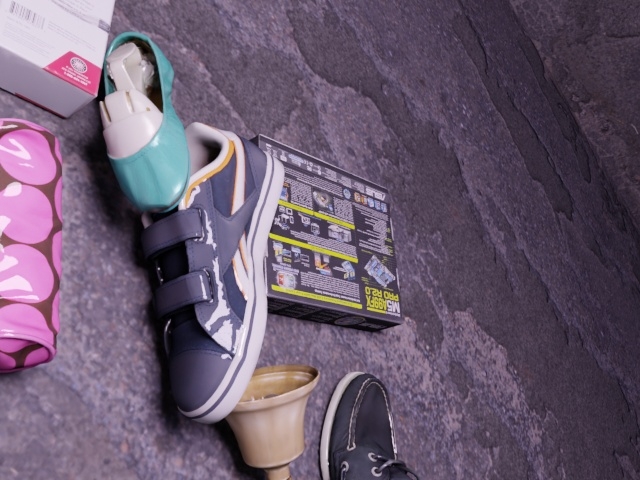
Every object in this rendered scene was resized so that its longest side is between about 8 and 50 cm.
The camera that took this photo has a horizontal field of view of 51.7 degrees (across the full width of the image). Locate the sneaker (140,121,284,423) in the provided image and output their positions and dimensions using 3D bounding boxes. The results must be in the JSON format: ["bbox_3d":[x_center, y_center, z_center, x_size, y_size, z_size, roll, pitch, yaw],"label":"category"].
[{"bbox_3d":[-0.128,0.020,0.688,0.127,0.126,0.321,31,49,-35],"label":"sneaker"}]

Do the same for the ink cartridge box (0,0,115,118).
[{"bbox_3d":[-0.278,-0.219,0.670,0.109,0.063,0.150,25,54,-41],"label":"ink cartridge box"}]

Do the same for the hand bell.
[{"bbox_3d":[-0.044,0.268,0.711,0.126,0.126,0.242,-15,97,-52],"label":"hand bell"}]

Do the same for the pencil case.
[{"bbox_3d":[-0.270,0.002,0.555,0.098,0.095,0.209,66,14,-72],"label":"pencil case"}]

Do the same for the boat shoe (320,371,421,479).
[{"bbox_3d":[0.069,0.315,0.787,0.127,0.113,0.340,38,47,-33],"label":"boat shoe"}]

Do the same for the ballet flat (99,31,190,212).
[{"bbox_3d":[-0.191,-0.133,0.674,0.087,0.083,0.247,55,13,-47],"label":"ballet flat"}]

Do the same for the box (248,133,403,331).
[{"bbox_3d":[0.000,0.000,0.900,0.270,0.060,0.216,16,62,-45],"label":"box"}]
